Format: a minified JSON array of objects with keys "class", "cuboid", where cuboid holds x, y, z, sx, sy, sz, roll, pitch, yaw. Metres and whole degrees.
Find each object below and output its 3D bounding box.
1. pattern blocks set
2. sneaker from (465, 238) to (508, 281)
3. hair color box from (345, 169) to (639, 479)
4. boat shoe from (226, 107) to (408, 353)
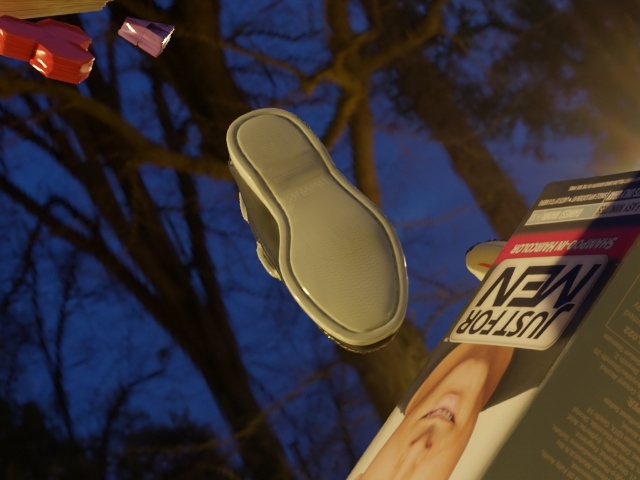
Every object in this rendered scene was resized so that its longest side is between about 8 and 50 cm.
[{"class":"pattern blocks set","cuboid":[-0.268,-0.227,1.173,0.285,0.325,0.026,-37,-28,-63]},{"class":"sneaker","cuboid":[0.204,0.063,1.383,0.075,0.161,0.057,-59,0,-34]},{"class":"hair color box","cuboid":[0.119,0.136,0.892,0.374,0.113,0.185,-55,12,-12]},{"class":"boat shoe","cuboid":[0.000,0.000,1.344,0.114,0.302,0.091,-17,-41,-9]}]
